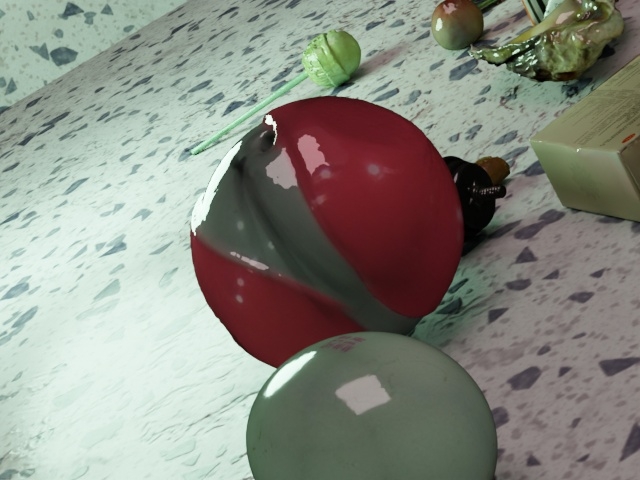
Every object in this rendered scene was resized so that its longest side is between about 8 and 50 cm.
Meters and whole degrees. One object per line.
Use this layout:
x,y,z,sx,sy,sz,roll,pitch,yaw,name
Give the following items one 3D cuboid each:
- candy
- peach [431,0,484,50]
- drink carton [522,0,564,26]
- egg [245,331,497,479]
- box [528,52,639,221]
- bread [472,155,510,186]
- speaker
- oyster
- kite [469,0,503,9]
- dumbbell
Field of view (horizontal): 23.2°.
-0.079,-0.232,2.538,0.336,0.092,0.093,-32,56,16,candy
0.206,-0.331,2.362,0.083,0.083,0.083,-26,21,11,peach
0.403,-0.457,2.277,0.111,0.154,0.351,-9,29,44,drink carton
0.035,0.166,1.276,0.183,0.183,0.264,-40,16,-25,egg
0.357,-0.121,1.641,0.212,0.095,0.168,-37,20,-17,box
0.182,-0.065,1.829,0.083,0.036,0.047,-43,27,-27,bread
0.000,0.000,1.623,0.294,0.294,0.294,-26,21,11,speaker
0.311,-0.266,2.040,0.275,0.100,0.271,-30,14,38,oyster
0.305,-0.429,2.544,0.234,0.016,0.321,-16,25,34,kite
0.122,-0.040,1.759,0.209,0.099,0.099,-10,28,42,dumbbell
